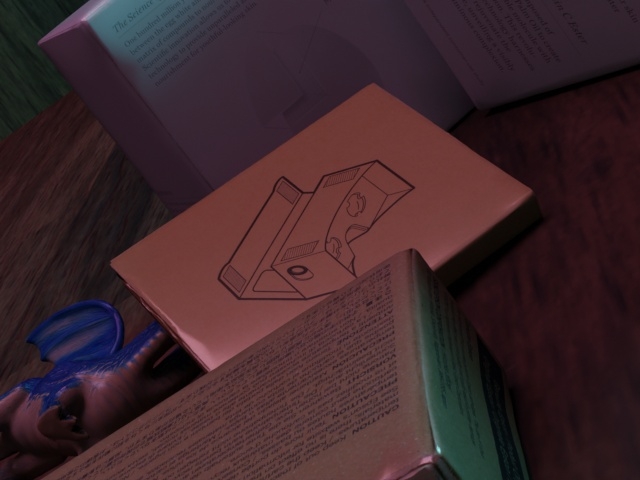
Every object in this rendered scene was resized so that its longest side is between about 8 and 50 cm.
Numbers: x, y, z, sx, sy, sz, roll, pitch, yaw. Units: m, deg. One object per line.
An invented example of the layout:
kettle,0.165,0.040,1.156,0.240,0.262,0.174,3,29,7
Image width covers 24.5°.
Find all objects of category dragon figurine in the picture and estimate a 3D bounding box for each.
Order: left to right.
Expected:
dragon figurine,-0.154,0.097,0.930,0.289,0.085,0.144,-19,22,36

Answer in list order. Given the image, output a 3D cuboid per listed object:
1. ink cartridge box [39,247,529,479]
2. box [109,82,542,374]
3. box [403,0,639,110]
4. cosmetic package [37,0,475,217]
ink cartridge box,-0.032,0.127,0.601,0.235,0.088,0.193,-32,18,14
box,0.000,0.000,0.843,0.201,0.021,0.164,-35,43,-14
box,0.196,-0.242,0.906,0.168,0.215,0.345,-47,20,-31
cosmetic package,-0.039,-0.128,1.065,0.224,0.224,0.138,-42,17,-18
